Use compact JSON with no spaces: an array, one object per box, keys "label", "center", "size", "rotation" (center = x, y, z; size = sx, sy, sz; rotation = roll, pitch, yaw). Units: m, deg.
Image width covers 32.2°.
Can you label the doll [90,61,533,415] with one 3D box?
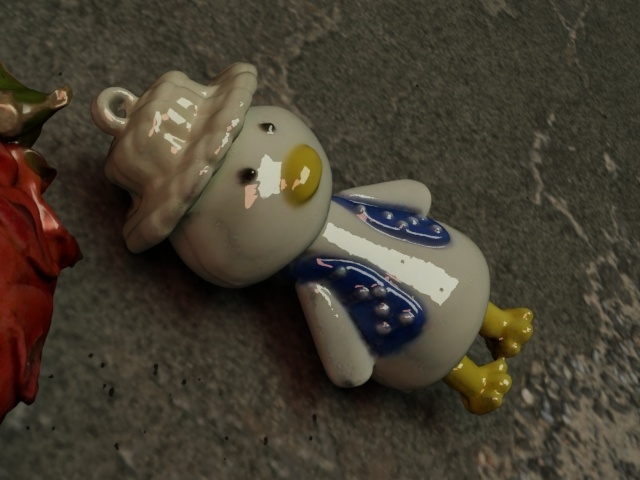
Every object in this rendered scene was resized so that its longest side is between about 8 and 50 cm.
[{"label":"doll","center":[0.000,0.000,0.623],"size":[0.293,0.119,0.138],"rotation":[34,64,-20]}]

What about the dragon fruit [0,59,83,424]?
[{"label":"dragon fruit","center":[-0.183,0.017,0.393],"size":[0.172,0.172,0.209],"rotation":[44,47,-8]}]
